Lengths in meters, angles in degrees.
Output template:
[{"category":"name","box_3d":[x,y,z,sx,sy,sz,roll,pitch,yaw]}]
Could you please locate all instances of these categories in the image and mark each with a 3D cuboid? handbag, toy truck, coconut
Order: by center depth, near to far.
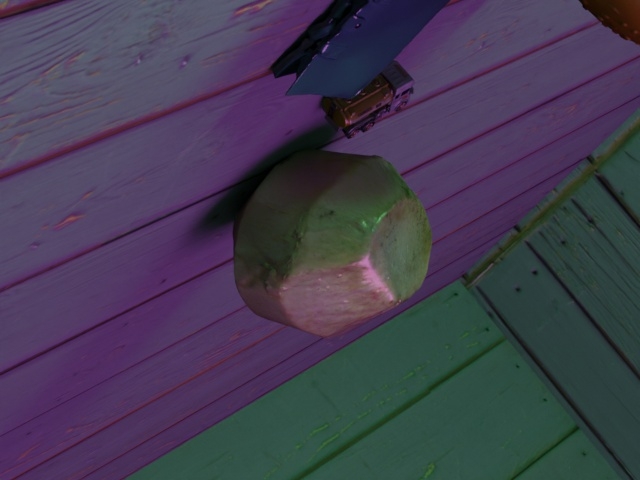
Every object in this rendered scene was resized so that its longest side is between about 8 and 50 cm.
[{"category":"handbag","box_3d":[0.056,-0.236,1.977,0.221,0.057,0.144,-42,163,27]},{"category":"toy truck","box_3d":[0.057,-0.171,2.263,0.123,0.052,0.063,-32,162,-29]},{"category":"coconut","box_3d":[0.000,0.000,2.380,0.259,0.259,0.259,-37,170,-8]}]

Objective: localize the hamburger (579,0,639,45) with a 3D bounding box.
[{"category":"hamburger","box_3d":[0.356,-0.323,2.005,0.212,0.274,0.274,-45,169,12]}]
